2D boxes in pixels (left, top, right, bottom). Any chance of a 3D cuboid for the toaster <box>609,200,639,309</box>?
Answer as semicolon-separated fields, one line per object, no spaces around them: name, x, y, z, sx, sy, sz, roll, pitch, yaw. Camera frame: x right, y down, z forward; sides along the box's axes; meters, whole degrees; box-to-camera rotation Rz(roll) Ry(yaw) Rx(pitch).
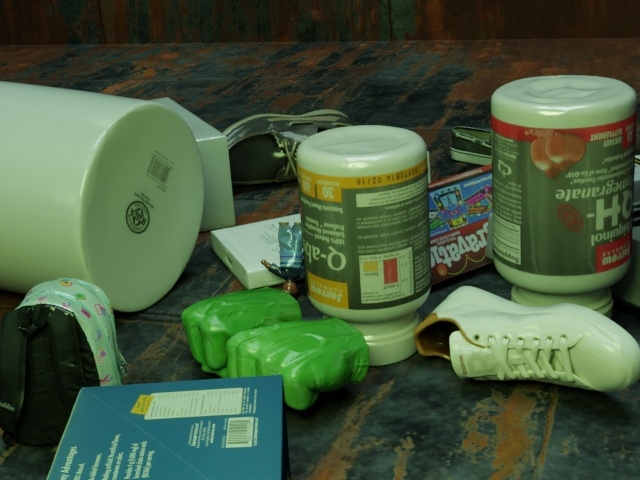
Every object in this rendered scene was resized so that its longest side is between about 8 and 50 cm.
toaster;0.461;0.024;1.458;0.186;0.110;0.168;-14;22;-25

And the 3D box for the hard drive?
hard drive;0.000;0.000;1.700;0.308;0.040;0.203;-11;22;-19

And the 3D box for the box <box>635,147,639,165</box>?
box;0.680;-0.093;1.773;0.257;0.079;0.322;-12;23;-16

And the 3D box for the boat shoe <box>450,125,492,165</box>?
boat shoe;0.352;-0.184;2.075;0.219;0.070;0.078;10;25;31

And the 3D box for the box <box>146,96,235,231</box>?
box;-0.316;-0.131;1.923;0.215;0.168;0.345;-13;23;-21

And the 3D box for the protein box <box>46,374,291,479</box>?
protein box;-0.130;0.233;0.980;0.201;0.135;0.200;-4;21;0

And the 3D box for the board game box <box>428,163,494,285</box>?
board game box;0.195;-0.020;1.586;0.281;0.145;0.027;-18;-5;-33

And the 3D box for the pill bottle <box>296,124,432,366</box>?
pill bottle;0.058;0.006;1.341;0.162;0.278;0.162;-3;20;1

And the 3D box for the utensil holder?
utensil holder;-0.414;-0.070;1.580;0.386;0.327;0.328;10;25;26

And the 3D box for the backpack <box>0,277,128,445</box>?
backpack;-0.292;0.136;1.201;0.152;0.181;0.115;-3;21;6

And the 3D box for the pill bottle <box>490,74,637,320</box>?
pill bottle;0.307;-0.038;1.355;0.176;0.318;0.176;-4;21;2

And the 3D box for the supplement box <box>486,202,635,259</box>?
supplement box;0.379;-0.008;1.581;0.240;0.073;0.130;-10;22;-30

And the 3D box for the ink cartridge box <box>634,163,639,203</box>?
ink cartridge box;0.460;-0.089;1.795;0.140;0.082;0.190;-10;23;-15

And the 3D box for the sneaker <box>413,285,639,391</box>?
sneaker;0.231;0.136;1.245;0.123;0.105;0.290;-31;25;-33

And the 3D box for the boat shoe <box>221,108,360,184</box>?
boat shoe;-0.051;-0.181;2.059;0.355;0.132;0.130;-21;26;-35

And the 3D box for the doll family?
doll family;0.013;0.029;1.550;0.193;0.111;0.076;1;0;13

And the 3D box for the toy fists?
toy fists;-0.071;0.131;1.303;0.142;0.096;0.279;-5;17;-33

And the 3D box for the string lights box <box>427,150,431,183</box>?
string lights box;0.099;-0.129;1.906;0.133;0.076;0.260;-7;10;-8
